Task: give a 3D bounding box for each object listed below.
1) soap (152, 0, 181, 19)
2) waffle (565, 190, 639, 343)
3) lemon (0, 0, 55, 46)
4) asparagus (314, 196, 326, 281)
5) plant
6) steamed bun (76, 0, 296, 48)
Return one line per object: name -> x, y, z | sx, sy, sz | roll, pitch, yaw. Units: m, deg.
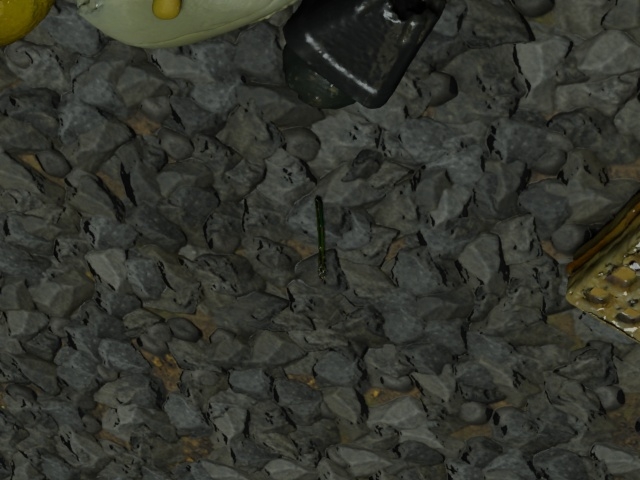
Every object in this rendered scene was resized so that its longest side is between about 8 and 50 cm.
soap -> -0.171, -0.281, 1.641 | 0.034, 0.012, 0.089 | 0, 143, -11
waffle -> 0.551, 0.077, 2.004 | 0.376, 0.114, 0.261 | 30, 135, -10
lemon -> -0.443, -0.346, 1.873 | 0.260, 0.204, 0.204 | 2, 134, 42
asparagus -> 0.000, 0.000, 2.174 | 0.013, 0.016, 0.166 | -21, 134, -19
plant -> 0.050, -0.261, 1.830 | 0.164, 0.141, 0.256 | 38, 141, -16
steamed bun -> -0.169, -0.346, 1.748 | 0.290, 0.272, 0.273 | -20, 123, 35
